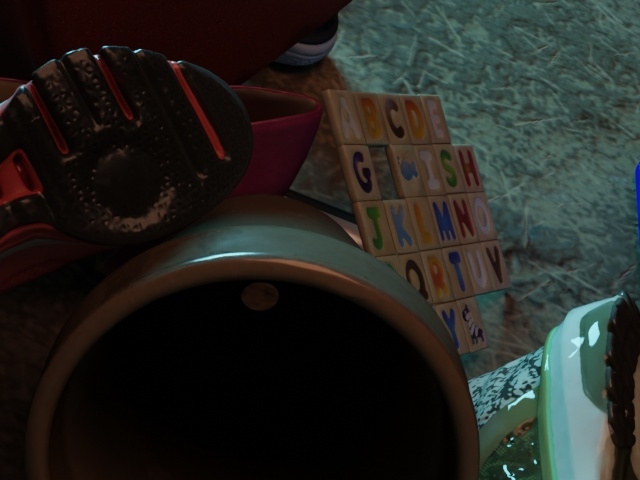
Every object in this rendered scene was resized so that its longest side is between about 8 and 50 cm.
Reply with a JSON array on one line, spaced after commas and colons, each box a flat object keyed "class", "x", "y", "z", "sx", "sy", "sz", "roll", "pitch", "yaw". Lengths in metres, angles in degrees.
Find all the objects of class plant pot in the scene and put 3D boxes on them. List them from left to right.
[{"class": "plant pot", "x": -0.163, "y": -0.246, "z": 1.295, "sx": 0.267, "sy": 0.236, "sz": 0.267, "roll": -38, "pitch": 67, "yaw": -10}, {"class": "plant pot", "x": -0.041, "y": 0.080, "z": 1.119, "sx": 0.263, "sy": 0.263, "sz": 0.229, "roll": 18, "pitch": 24, "yaw": -10}]

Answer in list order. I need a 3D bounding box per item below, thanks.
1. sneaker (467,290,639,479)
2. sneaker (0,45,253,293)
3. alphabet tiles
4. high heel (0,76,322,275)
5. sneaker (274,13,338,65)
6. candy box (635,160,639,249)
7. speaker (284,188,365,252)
[{"class": "sneaker", "x": 0.118, "y": 0.215, "z": 1.122, "sx": 0.158, "sy": 0.182, "sz": 0.410, "roll": 54, "pitch": 35, "yaw": -26}, {"class": "sneaker", "x": -0.191, "y": -0.025, "z": 1.045, "sx": 0.314, "sy": 0.136, "sz": 0.116, "roll": -24, "pitch": 95, "yaw": -24}, {"class": "alphabet tiles", "x": 0.080, "y": -0.013, "z": 1.319, "sx": 0.237, "sy": 0.009, "sz": 0.198, "roll": -7, "pitch": 80, "yaw": -63}, {"class": "high heel", "x": -0.184, "y": -0.095, "z": 1.166, "sx": 0.377, "sy": 0.181, "sz": 0.127, "roll": 22, "pitch": 31, "yaw": -39}, {"class": "sneaker", "x": -0.081, "y": -0.273, "z": 1.510, "sx": 0.268, "sy": 0.153, "sz": 0.101, "roll": 34, "pitch": 41, "yaw": 9}, {"class": "candy box", "x": 0.429, "y": 0.033, "z": 1.484, "sx": 0.317, "sy": 0.122, "sz": 0.268, "roll": 19, "pitch": 40, "yaw": -11}, {"class": "speaker", "x": 0.000, "y": 0.000, "z": 1.344, "sx": 0.136, "sy": 0.055, "sz": 0.055, "roll": 22, "pitch": 41, "yaw": -5}]
